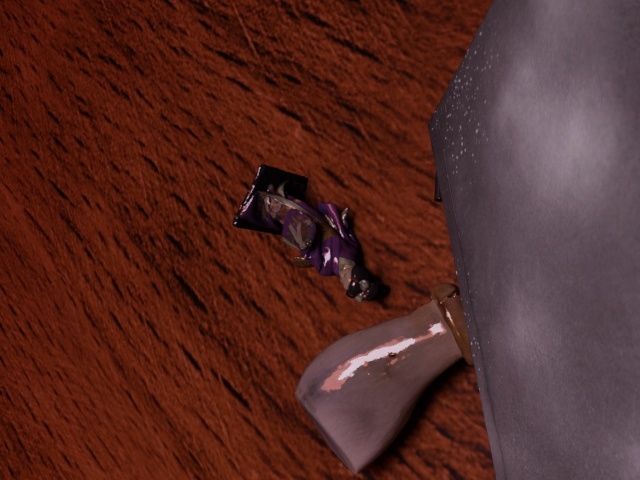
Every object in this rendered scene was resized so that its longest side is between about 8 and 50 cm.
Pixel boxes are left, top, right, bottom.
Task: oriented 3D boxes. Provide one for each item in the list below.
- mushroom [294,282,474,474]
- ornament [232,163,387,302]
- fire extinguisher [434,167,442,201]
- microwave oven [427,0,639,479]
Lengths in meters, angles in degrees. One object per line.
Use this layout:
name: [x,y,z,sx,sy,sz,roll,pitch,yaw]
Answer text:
mushroom: [0.063,0.126,0.877,0.225,0.093,0.116,-47,72,17]
ornament: [-0.007,-0.003,0.980,0.203,0.081,0.088,44,112,43]
fire extinguisher: [0.129,-0.070,0.899,0.046,0.032,0.100,114,151,-66]
microwave oven: [0.243,0.038,0.490,0.374,0.236,0.432,111,153,-67]
